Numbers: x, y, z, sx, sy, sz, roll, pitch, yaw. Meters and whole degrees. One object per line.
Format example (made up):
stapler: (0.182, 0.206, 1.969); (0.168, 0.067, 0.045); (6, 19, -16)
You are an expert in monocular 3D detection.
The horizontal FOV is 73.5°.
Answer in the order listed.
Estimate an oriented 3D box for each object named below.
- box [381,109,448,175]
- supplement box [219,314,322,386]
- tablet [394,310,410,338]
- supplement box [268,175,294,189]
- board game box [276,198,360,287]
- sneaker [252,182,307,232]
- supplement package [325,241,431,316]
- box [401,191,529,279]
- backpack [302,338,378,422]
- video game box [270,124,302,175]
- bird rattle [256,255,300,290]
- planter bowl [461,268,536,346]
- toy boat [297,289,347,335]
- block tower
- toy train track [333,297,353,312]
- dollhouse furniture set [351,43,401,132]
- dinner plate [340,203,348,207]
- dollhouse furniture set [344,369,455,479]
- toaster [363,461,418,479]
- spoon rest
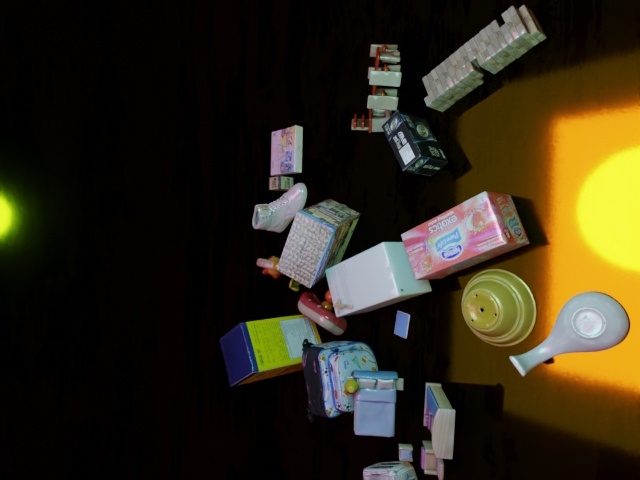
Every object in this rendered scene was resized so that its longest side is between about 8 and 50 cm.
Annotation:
box: (0.295, -0.302, 1.342); (0.077, 0.147, 0.180); (-41, 59, 41)
supplement box: (-0.189, 0.435, 1.730); (0.195, 0.356, 0.194); (-41, 59, 41)
tablet: (0.278, 0.286, 1.460); (0.054, 0.006, 0.083); (15, 100, 49)
supplement box: (-0.177, -0.255, 1.935); (0.083, 0.083, 0.056); (1, 91, 48)
board game box: (0.000, 0.000, 1.549); (0.141, 0.291, 0.232); (27, 113, 15)
sneaker: (-0.190, -0.142, 1.886); (0.292, 0.169, 0.108); (-52, 51, 33)
supplement package: (0.187, 0.133, 1.437); (0.293, 0.175, 0.177); (-29, 69, 46)
box: (0.400, -0.003, 1.219); (0.300, 0.142, 0.154); (-31, 68, 45)
backpack: (0.085, 0.466, 1.489); (0.213, 0.263, 0.276); (-7, 86, 44)
video game box: (-0.154, -0.402, 1.941); (0.187, 0.048, 0.205); (3, 92, 51)
bird rattle: (-0.185, 0.108, 1.865); (0.253, 0.207, 0.143); (20, 87, 38)
planter bowl: (0.465, 0.188, 1.182); (0.217, 0.090, 0.217); (-2, 87, 49)
toy boat: (0.022, 0.258, 1.681); (0.231, 0.151, 0.151); (24, 77, 46)
block tower: (0.443, -0.508, 1.218); (0.335, 0.091, 0.097); (-33, 65, 43)
toy train track: (0.077, 0.217, 1.423); (0.083, 0.014, 0.048); (-2, 83, 43)
dollhouse furniture set: (0.177, -0.491, 1.406); (0.262, 0.135, 0.259); (-82, -5, -49)
dinner plate: (0.073, -0.073, 1.696); (0.141, 0.017, 0.141); (1, 91, 50)
dollhouse furniture set: (0.215, 0.560, 1.266); (0.303, 0.198, 0.286); (3, 92, 5)
toaster: (0.232, 0.822, 1.416); (0.227, 0.129, 0.146); (-34, 60, 46)
spoon rest: (0.601, 0.234, 1.048); (0.276, 0.084, 0.137); (-43, 59, 24)
